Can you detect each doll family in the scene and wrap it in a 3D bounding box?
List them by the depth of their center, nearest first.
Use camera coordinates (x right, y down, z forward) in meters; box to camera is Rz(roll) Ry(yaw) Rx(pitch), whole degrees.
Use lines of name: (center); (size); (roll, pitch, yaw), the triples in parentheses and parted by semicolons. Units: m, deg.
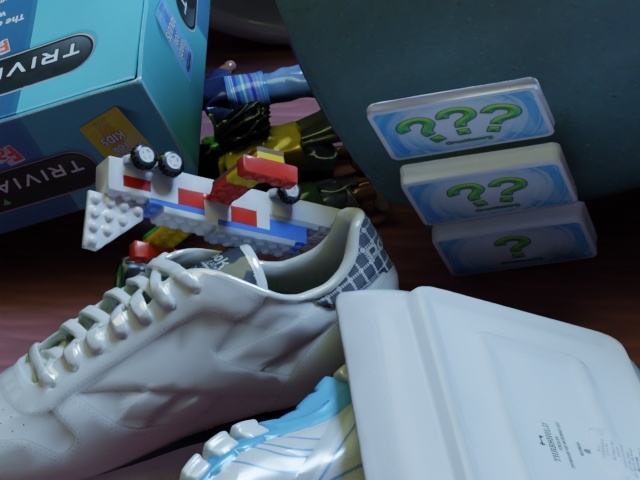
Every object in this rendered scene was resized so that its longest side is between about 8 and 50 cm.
doll family: (-0.034, -0.057, 1.116); (0.111, 0.076, 0.193); (-15, 19, -3)

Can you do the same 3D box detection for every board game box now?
board game box: (-0.194, -0.142, 1.157); (0.254, 0.079, 0.336); (-16, 43, 16)

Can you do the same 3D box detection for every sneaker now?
sneaker: (0.011, 0.101, 0.751); (0.083, 0.071, 0.191); (16, 34, 33)
sneaker: (-0.077, 0.054, 0.853); (0.235, 0.094, 0.090); (-16, 27, -12)

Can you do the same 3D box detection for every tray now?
tray: (0.087, 0.087, 0.719); (0.145, 0.030, 0.270); (16, 23, -12)

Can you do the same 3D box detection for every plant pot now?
plant pot: (0.167, -0.172, 0.958); (0.334, 0.341, 0.341); (-21, 19, 23)

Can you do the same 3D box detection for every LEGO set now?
LEGO set: (0.000, 0.000, 0.916); (0.244, 0.182, 0.060); (-8, 65, 13)

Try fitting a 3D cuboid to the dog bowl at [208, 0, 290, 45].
dog bowl: (-0.025, -0.285, 1.308); (0.349, 0.348, 0.102); (-1, 39, 17)
